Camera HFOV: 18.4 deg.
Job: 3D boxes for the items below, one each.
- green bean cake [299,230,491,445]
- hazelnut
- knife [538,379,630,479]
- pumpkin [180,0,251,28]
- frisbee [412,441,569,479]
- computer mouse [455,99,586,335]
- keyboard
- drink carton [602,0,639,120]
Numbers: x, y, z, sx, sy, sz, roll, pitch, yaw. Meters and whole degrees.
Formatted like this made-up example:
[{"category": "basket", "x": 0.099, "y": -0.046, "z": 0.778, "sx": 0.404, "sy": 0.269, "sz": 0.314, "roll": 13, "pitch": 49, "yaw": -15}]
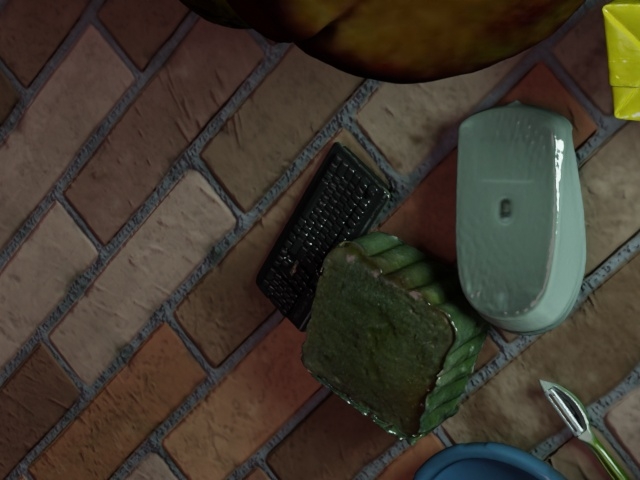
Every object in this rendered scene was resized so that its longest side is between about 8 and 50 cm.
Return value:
[{"category": "green bean cake", "x": 0.082, "y": 0.095, "z": 2.060, "sx": 0.173, "sy": 0.094, "sz": 0.181, "roll": 33, "pitch": 128, "yaw": 24}, {"category": "hazelnut", "x": 0.095, "y": -0.340, "z": 1.684, "sx": 0.402, "sy": 0.402, "sz": 0.429, "roll": 41, "pitch": 134, "yaw": 17}, {"category": "knife", "x": 0.282, "y": 0.210, "z": 2.001, "sx": 0.184, "sy": 0.026, "sz": 0.022, "roll": 53, "pitch": 172, "yaw": 4}, {"category": "pumpkin", "x": -0.150, "y": -0.359, "z": 2.009, "sx": 0.169, "sy": 0.148, "sz": 0.312, "roll": 20, "pitch": 117, "yaw": 26}, {"category": "frisbee", "x": 0.208, "y": 0.343, "z": 2.102, "sx": 0.290, "sy": 0.049, "sz": 0.289, "roll": 16, "pitch": 116, "yaw": 36}, {"category": "computer mouse", "x": 0.196, "y": -0.022, "z": 1.932, "sx": 0.128, "sy": 0.079, "sz": 0.230, "roll": 6, "pitch": 98, "yaw": 34}, {"category": "keyboard", "x": 0.000, "y": 0.000, "z": 2.131, "sx": 0.093, "sy": 0.025, "sz": 0.230, "roll": 45, "pitch": 131, "yaw": 17}, {"category": "drink carton", "x": 0.424, "y": -0.162, "z": 1.625, "sx": 0.351, "sy": 0.154, "sz": 0.111, "roll": 4, "pitch": 111, "yaw": 37}]
